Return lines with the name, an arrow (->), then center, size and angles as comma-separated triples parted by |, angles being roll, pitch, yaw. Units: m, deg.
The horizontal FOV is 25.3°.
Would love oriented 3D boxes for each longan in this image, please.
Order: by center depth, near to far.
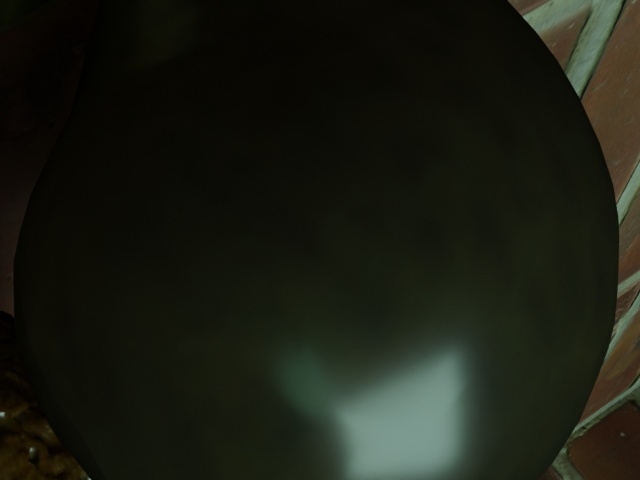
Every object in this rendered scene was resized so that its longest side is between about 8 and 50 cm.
longan -> 0.000, 0.000, 0.827 | 0.336, 0.404, 0.404 | -14, 172, 30

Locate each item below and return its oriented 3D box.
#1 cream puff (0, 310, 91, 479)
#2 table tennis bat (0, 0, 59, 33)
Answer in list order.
cream puff -> -0.250, 0.151, 0.926 | 0.303, 0.212, 0.303 | -9, 172, -1
table tennis bat -> -0.199, -0.148, 0.698 | 0.321, 0.050, 0.198 | -38, 159, -19
